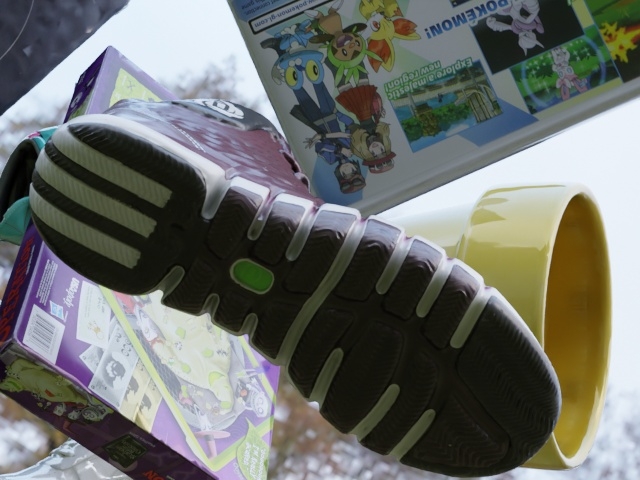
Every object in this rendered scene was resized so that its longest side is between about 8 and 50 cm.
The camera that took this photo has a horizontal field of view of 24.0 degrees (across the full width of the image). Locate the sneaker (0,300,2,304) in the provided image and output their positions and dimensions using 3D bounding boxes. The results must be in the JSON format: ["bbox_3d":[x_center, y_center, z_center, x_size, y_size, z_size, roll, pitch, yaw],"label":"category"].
[{"bbox_3d":[-0.474,0.111,1.935,0.281,0.115,0.105,10,-21,-34],"label":"sneaker"}]

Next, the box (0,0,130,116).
[{"bbox_3d":[-0.522,-0.321,1.554,0.297,0.472,0.479,16,-39,40],"label":"box"}]

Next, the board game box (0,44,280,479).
[{"bbox_3d":[-0.113,0.023,1.073,0.208,0.346,0.056,35,-57,-21],"label":"board game box"}]

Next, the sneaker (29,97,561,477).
[{"bbox_3d":[0.000,0.000,0.772,0.281,0.162,0.106,32,-68,-7],"label":"sneaker"}]

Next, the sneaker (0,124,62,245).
[{"bbox_3d":[-0.258,0.008,1.561,0.178,0.295,0.124,-1,-22,-41],"label":"sneaker"}]

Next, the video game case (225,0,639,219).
[{"bbox_3d":[0.096,-0.205,1.014,0.036,0.329,0.299,78,-11,-83],"label":"video game case"}]

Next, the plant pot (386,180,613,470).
[{"bbox_3d":[0.119,0.071,1.350,0.239,0.254,0.254,2,-41,24],"label":"plant pot"}]

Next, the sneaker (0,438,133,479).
[{"bbox_3d":[-0.243,0.237,1.679,0.114,0.305,0.152,-8,-92,55],"label":"sneaker"}]
